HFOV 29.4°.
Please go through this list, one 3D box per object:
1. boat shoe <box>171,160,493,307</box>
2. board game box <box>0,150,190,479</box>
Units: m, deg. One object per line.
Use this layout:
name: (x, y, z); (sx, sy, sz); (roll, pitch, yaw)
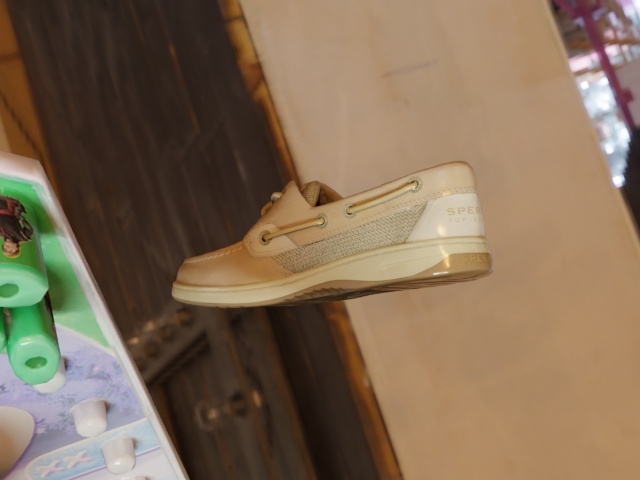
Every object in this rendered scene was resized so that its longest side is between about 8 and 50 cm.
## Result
boat shoe: (0.000, 0.000, 1.000); (0.302, 0.098, 0.109); (-10, 173, 38)
board game box: (-0.250, 0.159, 0.523); (0.390, 0.050, 0.390); (-18, 143, -5)
